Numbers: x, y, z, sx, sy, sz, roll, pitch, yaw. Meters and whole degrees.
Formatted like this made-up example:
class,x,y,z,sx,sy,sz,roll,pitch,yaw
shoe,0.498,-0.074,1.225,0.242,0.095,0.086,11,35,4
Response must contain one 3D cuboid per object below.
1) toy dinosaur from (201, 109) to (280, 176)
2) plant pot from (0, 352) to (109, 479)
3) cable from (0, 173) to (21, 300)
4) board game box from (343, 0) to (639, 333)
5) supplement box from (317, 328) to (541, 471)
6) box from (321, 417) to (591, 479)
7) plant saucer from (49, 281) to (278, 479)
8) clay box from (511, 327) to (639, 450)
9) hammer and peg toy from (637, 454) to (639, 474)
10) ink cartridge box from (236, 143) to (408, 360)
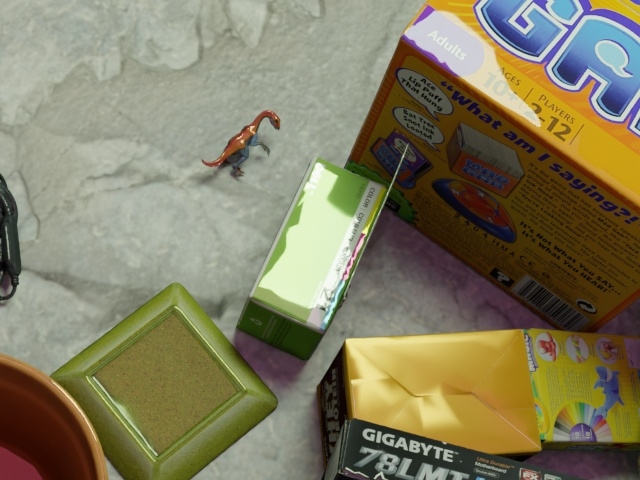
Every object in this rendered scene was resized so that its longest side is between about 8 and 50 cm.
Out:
class,x,y,z,sx,sy,sz,roll,pitch,yaw
toy dinosaur,-0.084,-0.117,1.558,0.047,0.090,0.082,38,114,16
plant pot,-0.354,0.270,1.310,0.290,0.203,0.291,3,71,-8
cable,-0.415,-0.009,1.488,0.150,0.047,0.184,-9,75,-7
board game box,0.290,-0.166,1.479,0.356,0.356,0.356,36,70,4
supplement box,0.107,0.187,1.414,0.191,0.194,0.129,-2,71,-10
box,0.129,0.317,1.322,0.295,0.293,0.073,14,48,-3
plant saucer,-0.171,0.162,1.460,0.188,0.045,0.188,-38,81,-19
clay box,0.291,0.169,1.487,0.222,0.053,0.127,6,69,-29
hammer and peg toy,0.497,0.135,1.482,0.266,0.127,0.361,21,67,-8
ink cartridge box,0.000,0.000,1.430,0.097,0.255,0.189,24,69,0
